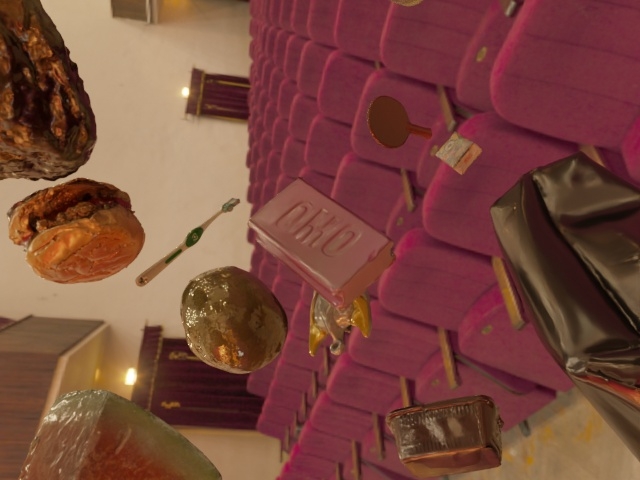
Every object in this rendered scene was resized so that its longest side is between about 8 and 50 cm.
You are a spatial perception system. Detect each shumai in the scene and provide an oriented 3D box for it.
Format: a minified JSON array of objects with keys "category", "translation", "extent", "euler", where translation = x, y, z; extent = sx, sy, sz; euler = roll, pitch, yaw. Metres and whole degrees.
[{"category":"shumai","translation":[-0.524,-0.185,0.676],"extent":[0.348,0.395,0.395],"euler":[-49,-14,-37]}]

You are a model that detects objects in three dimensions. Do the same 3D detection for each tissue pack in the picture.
[{"category":"tissue pack","translation":[0.268,-0.171,1.028],"extent":[0.063,0.035,0.083],"euler":[-50,25,12]}]

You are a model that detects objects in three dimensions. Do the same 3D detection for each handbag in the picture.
[{"category":"handbag","translation":[0.305,0.096,0.505],"extent":[0.288,0.152,0.342],"euler":[53,-158,-20]}]

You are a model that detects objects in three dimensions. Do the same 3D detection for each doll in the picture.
[{"category":"doll","translation":[0.048,0.103,1.152],"extent":[0.103,0.145,0.316],"euler":[70,-159,-43]}]

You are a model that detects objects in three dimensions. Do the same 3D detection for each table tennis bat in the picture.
[{"category":"table tennis bat","translation":[0.148,-0.214,0.986],"extent":[0.019,0.154,0.098],"euler":[-8,77,56]}]

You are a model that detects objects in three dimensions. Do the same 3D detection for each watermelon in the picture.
[{"category":"watermelon","translation":[-0.232,0.283,0.504],"extent":[0.140,0.192,0.257],"euler":[55,-141,-30]}]

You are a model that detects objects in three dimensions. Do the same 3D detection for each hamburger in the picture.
[{"category":"hamburger","translation":[-0.481,-0.015,1.067],"extent":[0.163,0.244,0.244],"euler":[67,163,10]}]

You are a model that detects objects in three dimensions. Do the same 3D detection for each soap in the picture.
[{"category":"soap","translation":[0.000,0.000,0.792],"extent":[0.203,0.122,0.065],"euler":[36,160,33]}]

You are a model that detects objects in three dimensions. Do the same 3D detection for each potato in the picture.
[{"category":"potato","translation":[-0.139,0.123,0.862],"extent":[0.235,0.160,0.178],"euler":[-129,20,-75]}]

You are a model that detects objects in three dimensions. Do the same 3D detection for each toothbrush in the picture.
[{"category":"toothbrush","translation":[-0.280,-0.003,1.141],"extent":[0.304,0.030,0.030],"euler":[-46,-13,-33]}]

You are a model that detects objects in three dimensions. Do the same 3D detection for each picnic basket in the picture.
[{"category":"picnic basket","translation":[0.328,0.521,1.375],"extent":[0.222,0.296,0.129],"euler":[55,-154,-40]}]

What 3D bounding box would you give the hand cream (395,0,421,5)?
[{"category":"hand cream","translation":[0.130,-0.542,1.078],"extent":[0.093,0.305,0.147],"euler":[-38,81,36]}]
